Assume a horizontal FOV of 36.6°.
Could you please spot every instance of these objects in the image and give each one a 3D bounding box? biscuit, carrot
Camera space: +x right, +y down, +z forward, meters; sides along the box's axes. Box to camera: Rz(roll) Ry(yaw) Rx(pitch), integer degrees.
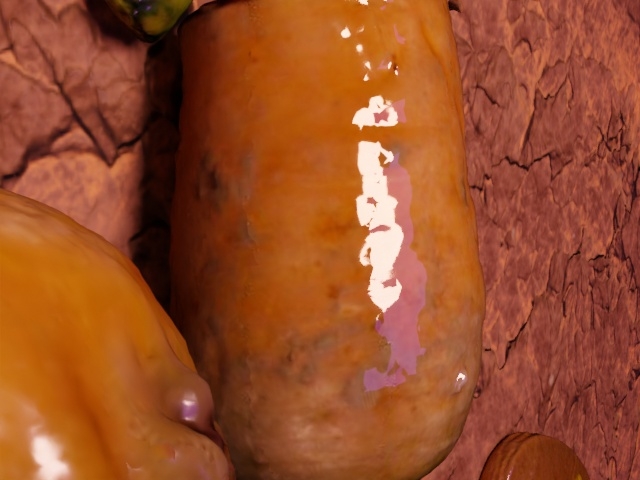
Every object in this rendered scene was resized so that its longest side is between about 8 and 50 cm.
[{"bbox_3d":[0.248,0.373,1.159,0.262,0.052,0.277,42,64,-44],"label":"biscuit"},{"bbox_3d":[0.000,0.000,0.677,0.224,0.224,0.341,-10,96,-49],"label":"carrot"}]

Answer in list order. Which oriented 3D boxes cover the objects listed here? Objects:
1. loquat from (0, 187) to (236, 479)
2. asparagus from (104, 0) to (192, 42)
[{"bbox_3d":[-0.194,0.127,0.395,0.328,0.328,0.328,-11,105,-49],"label":"loquat"},{"bbox_3d":[-0.048,-0.250,0.647,0.278,0.060,0.067,-51,136,-11],"label":"asparagus"}]
